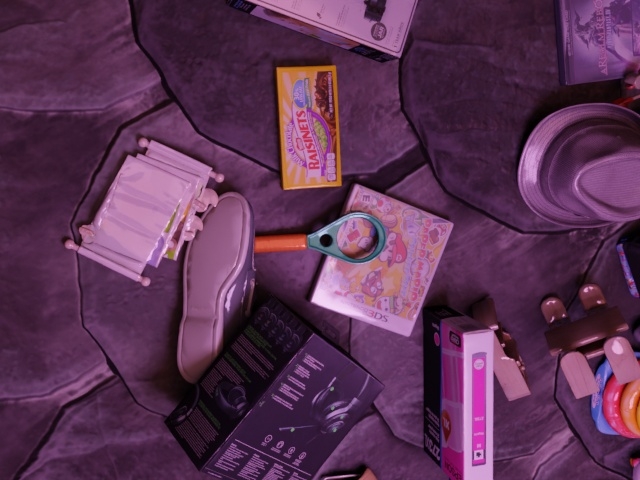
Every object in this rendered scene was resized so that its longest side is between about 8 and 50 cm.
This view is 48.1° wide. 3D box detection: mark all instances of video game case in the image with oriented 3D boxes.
[{"bbox_3d":[0.110,0.038,1.289,0.206,0.026,0.227,20,92,-17],"label":"video game case"},{"bbox_3d":[0.570,-0.406,1.353,0.274,0.026,0.196,-10,100,-15],"label":"video game case"}]

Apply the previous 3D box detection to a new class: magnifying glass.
[{"bbox_3d":[0.000,0.000,1.234,0.231,0.026,0.092,-3,94,-3],"label":"magnifying glass"}]

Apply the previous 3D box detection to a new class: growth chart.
[{"bbox_3d":[-0.278,-0.045,1.163,0.172,0.021,0.237,33,88,-10],"label":"growth chart"}]

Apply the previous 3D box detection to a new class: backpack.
[{"bbox_3d":[0.694,0.032,1.400,0.173,0.117,0.158,-28,104,-9],"label":"backpack"}]

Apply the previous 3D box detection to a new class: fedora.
[{"bbox_3d":[0.512,-0.117,1.297,0.275,0.124,0.243,12,112,-15],"label":"fedora"}]

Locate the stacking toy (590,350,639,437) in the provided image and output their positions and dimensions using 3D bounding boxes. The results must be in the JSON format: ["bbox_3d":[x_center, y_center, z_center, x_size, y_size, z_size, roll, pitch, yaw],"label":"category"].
[{"bbox_3d":[0.665,0.330,1.338,0.166,0.302,0.175,4,97,-16],"label":"stacking toy"}]

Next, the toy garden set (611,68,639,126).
[{"bbox_3d":[0.648,-0.270,1.367,0.244,0.049,0.204,-36,116,-2],"label":"toy garden set"}]

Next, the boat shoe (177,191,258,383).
[{"bbox_3d":[-0.161,0.080,1.202,0.099,0.116,0.319,13,87,-60],"label":"boat shoe"}]

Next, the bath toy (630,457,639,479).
[{"bbox_3d":[0.592,0.569,1.447,0.151,0.129,0.348,42,85,3],"label":"bath toy"}]

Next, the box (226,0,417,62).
[{"bbox_3d":[0.011,-0.419,1.165,0.290,0.087,0.169,15,94,-17],"label":"box"}]

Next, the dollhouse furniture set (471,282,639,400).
[{"bbox_3d":[0.420,0.164,1.300,0.242,0.212,0.161,-24,107,17],"label":"dollhouse furniture set"}]

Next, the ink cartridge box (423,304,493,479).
[{"bbox_3d":[0.246,0.316,1.287,0.069,0.176,0.371,-6,100,-14],"label":"ink cartridge box"}]

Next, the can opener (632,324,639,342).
[{"bbox_3d":[0.760,0.130,1.450,0.283,0.095,0.076,-38,67,2],"label":"can opener"}]

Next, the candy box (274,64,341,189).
[{"bbox_3d":[-0.021,-0.191,1.220,0.105,0.027,0.206,-5,99,-11],"label":"candy box"}]

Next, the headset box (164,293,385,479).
[{"bbox_3d":[-0.061,0.257,1.167,0.283,0.131,0.246,-51,136,-3],"label":"headset box"}]

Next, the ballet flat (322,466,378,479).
[{"bbox_3d":[-0.001,0.477,1.308,0.232,0.080,0.073,-15,74,-15],"label":"ballet flat"}]
